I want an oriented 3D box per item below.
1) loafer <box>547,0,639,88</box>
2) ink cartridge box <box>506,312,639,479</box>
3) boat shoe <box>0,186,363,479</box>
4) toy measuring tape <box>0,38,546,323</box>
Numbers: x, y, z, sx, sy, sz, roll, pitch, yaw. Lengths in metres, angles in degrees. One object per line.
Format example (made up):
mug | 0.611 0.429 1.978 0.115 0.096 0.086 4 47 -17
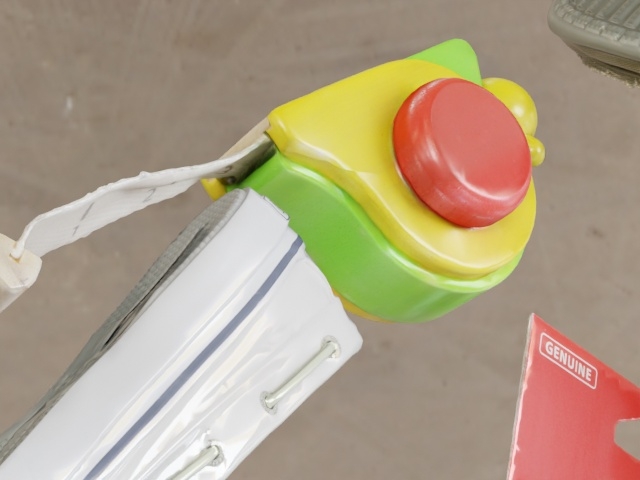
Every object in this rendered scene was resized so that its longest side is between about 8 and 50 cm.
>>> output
loafer | 0.224 -0.085 0.849 0.094 0.251 0.087 -47 136 -23
ink cartridge box | 0.222 0.218 1.080 0.066 0.261 0.296 -12 146 43
boat shoe | -0.060 0.078 0.496 0.076 0.226 0.083 46 150 -9
toy measuring tape | 0.000 0.000 0.732 0.330 0.121 0.121 -27 156 -44
